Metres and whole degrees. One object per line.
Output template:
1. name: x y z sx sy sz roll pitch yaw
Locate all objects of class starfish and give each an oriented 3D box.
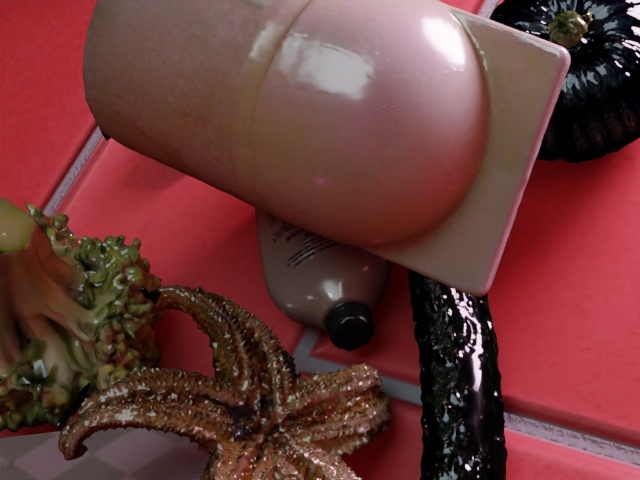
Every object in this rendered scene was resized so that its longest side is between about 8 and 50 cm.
1. starfish: -0.067 0.169 1.322 0.303 0.113 0.312 15 38 -11

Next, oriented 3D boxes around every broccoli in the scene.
1. broccoli: -0.272 0.067 1.499 0.247 0.243 0.263 -22 52 -6

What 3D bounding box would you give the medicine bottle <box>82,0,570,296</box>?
1. medicine bottle: 0.011 -0.126 1.412 0.406 0.235 0.235 25 70 29

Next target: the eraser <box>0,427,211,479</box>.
1. eraser: -0.263 0.285 1.438 0.397 0.082 0.213 -9 51 22

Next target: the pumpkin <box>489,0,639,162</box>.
1. pumpkin: 0.234 -0.162 1.474 0.194 0.150 0.194 -16 29 9

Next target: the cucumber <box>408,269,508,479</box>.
1. cucumber: 0.116 0.097 1.382 0.081 0.072 0.303 -15 50 19

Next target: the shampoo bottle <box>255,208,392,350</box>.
1. shampoo bottle: 0.000 0.000 1.514 0.127 0.078 0.257 -23 45 6
